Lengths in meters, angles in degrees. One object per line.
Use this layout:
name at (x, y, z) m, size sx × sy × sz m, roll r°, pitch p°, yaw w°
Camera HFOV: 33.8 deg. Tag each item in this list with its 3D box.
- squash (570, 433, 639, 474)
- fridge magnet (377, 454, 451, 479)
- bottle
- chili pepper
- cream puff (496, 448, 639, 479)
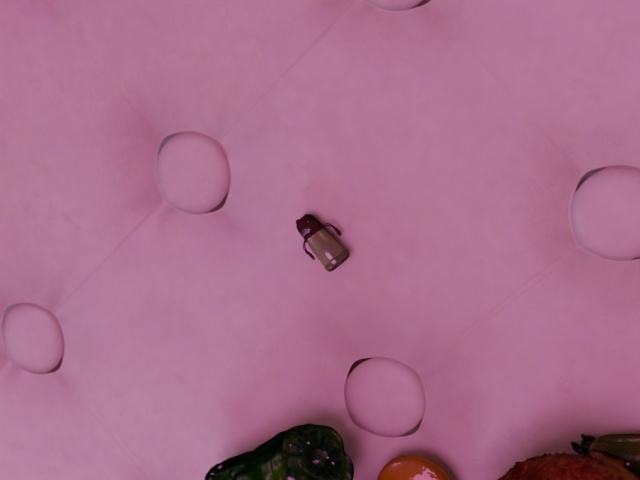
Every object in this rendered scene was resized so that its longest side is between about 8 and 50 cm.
squash at (0.532, 0.314, 1.565) m, size 0.319 × 0.071 × 0.080 m, roll -13°, pitch 119°, yaw 28°
fridge magnet at (0.161, 0.423, 1.751) m, size 0.143 × 0.063 × 0.143 m, roll 6°, pitch 105°, yaw 22°
bottle at (0.001, -0.001, 1.714) m, size 0.063 × 0.047 × 0.101 m, roll -38°, pitch 82°, yaw -10°
chili pepper at (-0.081, 0.459, 1.798) m, size 0.168 × 0.213 × 0.385 m, roll 20°, pitch 130°, yaw -29°
cream puff at (0.381, 0.465, 1.554) m, size 0.351 × 0.228 × 0.350 m, roll 13°, pitch 124°, yaw 19°
